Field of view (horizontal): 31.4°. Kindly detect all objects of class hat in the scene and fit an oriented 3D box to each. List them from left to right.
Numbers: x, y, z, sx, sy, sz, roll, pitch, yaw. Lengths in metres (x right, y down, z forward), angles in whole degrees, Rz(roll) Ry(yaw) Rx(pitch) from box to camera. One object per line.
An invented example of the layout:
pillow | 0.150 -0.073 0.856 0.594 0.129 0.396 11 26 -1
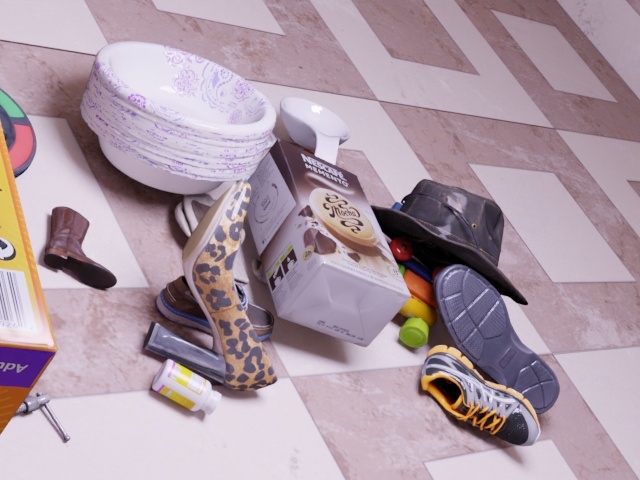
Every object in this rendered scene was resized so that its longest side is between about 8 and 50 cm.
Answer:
hat | 0.225 -0.022 1.902 0.331 0.134 0.331 28 -8 4

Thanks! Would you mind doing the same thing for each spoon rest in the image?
spoon rest | -0.006 -0.175 1.964 0.137 0.084 0.276 20 32 -17

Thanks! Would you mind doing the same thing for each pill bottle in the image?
pill bottle | -0.169 0.189 1.452 0.083 0.043 0.043 32 32 -13

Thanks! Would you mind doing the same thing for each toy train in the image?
toy train | 0.170 0.118 1.851 0.248 0.105 0.143 34 43 -10

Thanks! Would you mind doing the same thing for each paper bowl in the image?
paper bowl | -0.221 -0.175 1.720 0.284 0.148 0.284 20 24 -10

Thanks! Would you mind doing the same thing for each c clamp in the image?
c clamp | -0.372 0.181 1.271 0.160 0.022 0.137 -8 55 -51

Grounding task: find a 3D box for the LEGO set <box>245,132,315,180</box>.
LEGO set | -0.064 -0.142 1.968 0.182 0.060 0.244 50 32 9

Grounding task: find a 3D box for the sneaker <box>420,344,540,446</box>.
sneaker | 0.242 0.255 1.770 0.215 0.084 0.083 34 32 10

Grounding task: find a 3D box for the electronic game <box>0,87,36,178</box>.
electronic game | -0.496 -0.164 1.550 0.229 0.048 0.229 27 33 -20

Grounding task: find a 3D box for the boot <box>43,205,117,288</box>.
boot | -0.319 0.006 1.538 0.106 0.037 0.114 28 29 -22

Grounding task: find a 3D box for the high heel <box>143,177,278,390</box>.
high heel | -0.098 0.064 1.511 0.186 0.261 0.093 25 2 -17

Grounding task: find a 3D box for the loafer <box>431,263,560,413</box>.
loafer | 0.268 0.161 1.850 0.302 0.109 0.095 51 -13 -16

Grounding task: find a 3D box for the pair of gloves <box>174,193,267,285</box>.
pair of gloves | -0.114 0.012 1.735 0.240 0.042 0.204 17 33 -41

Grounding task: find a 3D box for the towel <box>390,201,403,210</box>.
towel | 0.176 -0.022 2.091 0.119 0.029 0.067 37 31 -4

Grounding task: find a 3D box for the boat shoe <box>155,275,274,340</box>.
boat shoe | -0.134 0.094 1.586 0.183 0.066 0.066 15 39 -34

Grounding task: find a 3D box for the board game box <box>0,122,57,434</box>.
board game box | -0.495 0.048 0.991 0.356 0.356 0.356 11 42 -38

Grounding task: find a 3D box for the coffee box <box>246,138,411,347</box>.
coffee box | 0.000 0.000 1.718 0.168 0.119 0.297 22 30 -33
